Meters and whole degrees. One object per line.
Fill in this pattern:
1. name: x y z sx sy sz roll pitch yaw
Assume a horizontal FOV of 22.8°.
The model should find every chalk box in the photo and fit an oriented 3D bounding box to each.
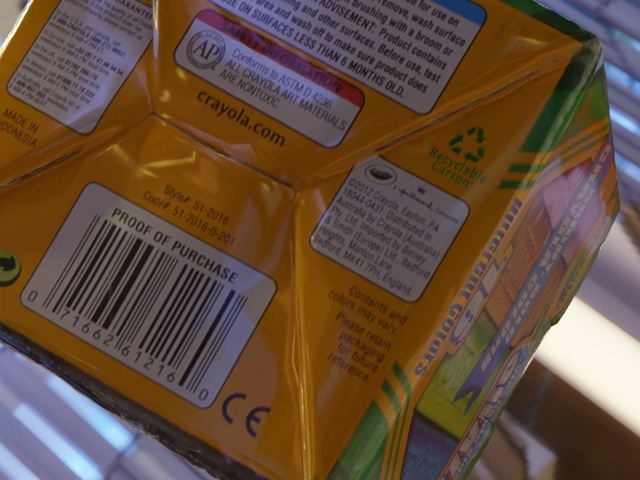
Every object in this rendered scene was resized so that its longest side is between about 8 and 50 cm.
1. chalk box: 0.000 0.000 0.627 0.179 0.180 0.289 -59 -15 -4
